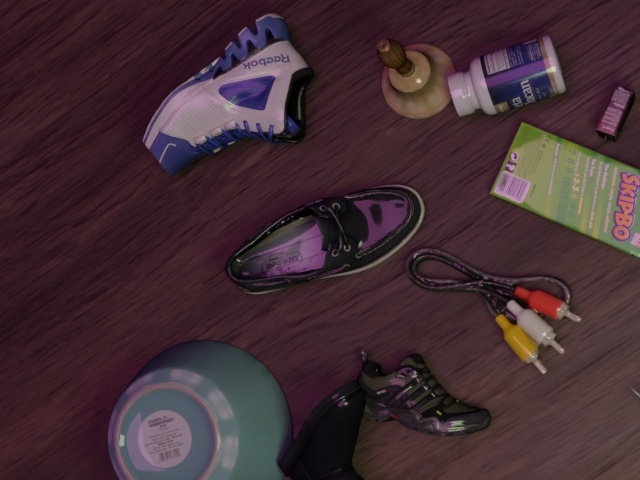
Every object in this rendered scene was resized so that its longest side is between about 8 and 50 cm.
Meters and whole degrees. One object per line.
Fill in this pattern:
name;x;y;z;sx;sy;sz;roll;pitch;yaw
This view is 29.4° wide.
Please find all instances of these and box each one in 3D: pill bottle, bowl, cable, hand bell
pill bottle;0.287;-0.249;1.889;0.169;0.094;0.094;-17;81;15
bowl;-0.214;0.315;1.951;0.312;0.163;0.311;-1;85;15
cable;0.269;0.074;1.877;0.287;0.072;0.139;34;90;17
hand bell;0.127;-0.270;1.860;0.126;0.242;0.126;-2;84;16

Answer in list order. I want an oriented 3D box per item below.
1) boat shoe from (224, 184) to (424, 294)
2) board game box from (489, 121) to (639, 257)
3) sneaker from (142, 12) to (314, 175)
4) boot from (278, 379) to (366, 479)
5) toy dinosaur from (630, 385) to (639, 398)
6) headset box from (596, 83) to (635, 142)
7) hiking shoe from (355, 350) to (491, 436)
boat shoe;-0.002;-0.004;1.941;0.340;0.113;0.127;-16;80;14
board game box;0.404;-0.076;1.871;0.259;0.039;0.124;25;93;19
sneaker;-0.128;-0.204;1.989;0.315;0.127;0.182;-44;73;7
boot;0.055;0.355;1.862;0.207;0.094;0.246;47;132;19
toy dinosaur;0.538;0.353;1.762;0.160;0.121;0.313;12;101;52
headset box;0.448;-0.189;1.853;0.032;0.062;0.083;23;91;18
hiking shoe;0.156;0.236;1.888;0.227;0.086;0.114;9;91;18
